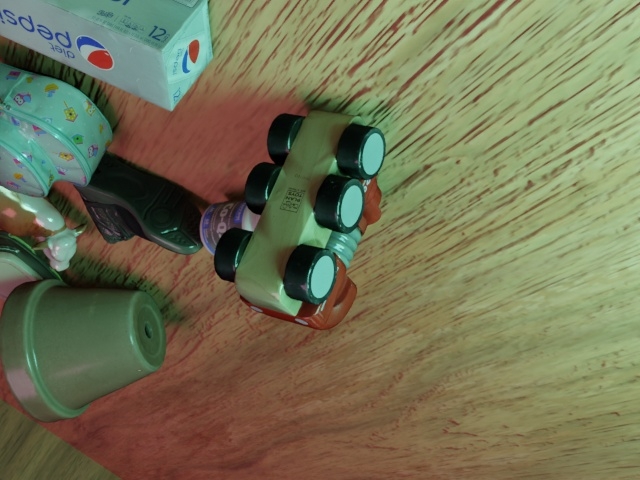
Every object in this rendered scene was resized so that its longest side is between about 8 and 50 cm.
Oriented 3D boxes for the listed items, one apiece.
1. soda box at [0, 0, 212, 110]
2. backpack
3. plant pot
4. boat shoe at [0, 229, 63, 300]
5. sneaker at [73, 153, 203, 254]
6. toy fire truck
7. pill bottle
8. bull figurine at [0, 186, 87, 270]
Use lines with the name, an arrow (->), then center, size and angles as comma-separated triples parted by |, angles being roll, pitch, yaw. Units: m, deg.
soda box -> -0.262, -0.251, 0.985 | 0.286, 0.091, 0.098 | 24, 151, 12
backpack -> -0.380, -0.144, 1.213 | 0.188, 0.144, 0.166 | 9, 150, 17
plant pot -> -0.413, 0.181, 1.657 | 0.229, 0.263, 0.263 | -13, 136, 13
boat shoe -> -0.560, 0.107, 1.821 | 0.116, 0.097, 0.324 | -24, 135, 8
sneaker -> -0.256, -0.034, 1.328 | 0.227, 0.087, 0.130 | 27, 153, 15
toy fire truck -> 0.000, 0.000, 1.023 | 0.158, 0.217, 0.246 | 12, 160, 30
pill bottle -> -0.090, -0.018, 1.197 | 0.137, 0.078, 0.078 | -5, 135, 47
bull figurine -> -0.532, -0.072, 1.510 | 0.188, 0.101, 0.310 | -1, 138, 47
